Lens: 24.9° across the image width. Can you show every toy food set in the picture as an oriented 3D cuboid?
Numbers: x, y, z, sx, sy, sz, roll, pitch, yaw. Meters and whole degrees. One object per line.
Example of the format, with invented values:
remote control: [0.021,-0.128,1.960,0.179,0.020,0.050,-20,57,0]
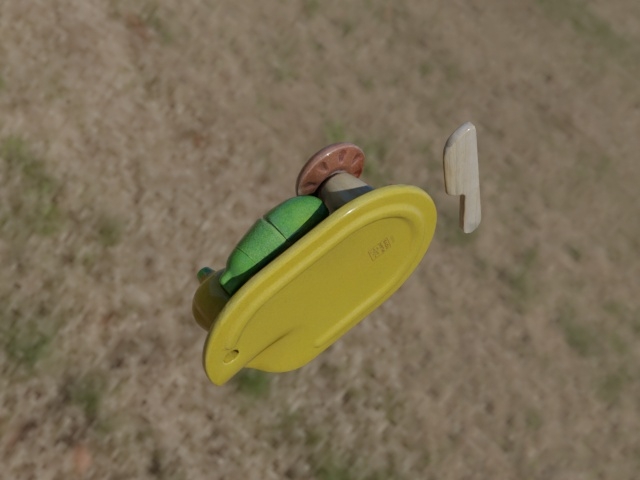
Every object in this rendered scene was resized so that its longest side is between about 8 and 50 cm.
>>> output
toy food set: [0.000,0.000,0.921,0.071,0.218,0.128,49,-7,29]
